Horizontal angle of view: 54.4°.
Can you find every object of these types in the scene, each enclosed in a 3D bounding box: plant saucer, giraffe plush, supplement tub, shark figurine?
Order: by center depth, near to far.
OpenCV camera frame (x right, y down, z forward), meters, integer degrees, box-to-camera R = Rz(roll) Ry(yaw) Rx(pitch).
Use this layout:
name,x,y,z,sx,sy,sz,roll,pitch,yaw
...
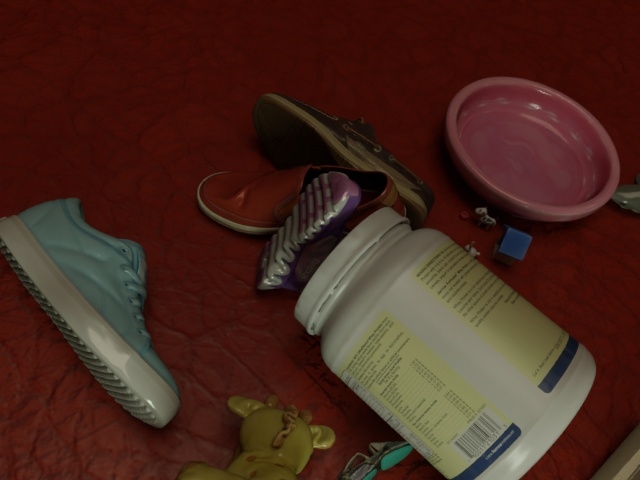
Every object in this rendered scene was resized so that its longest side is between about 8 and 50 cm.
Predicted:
name,x,y,z,sx,sy,sz,roll,pitch,yaw
giraffe plush,-0.072,0.266,0.713,0.181,0.210,0.171,46,26,-18
supplement tub,0.149,0.133,0.801,0.324,0.235,0.235,41,57,15
plant saucer,0.379,-0.161,1.151,0.331,0.084,0.332,6,55,-8
shark figurine,0.686,-0.131,1.187,0.166,0.116,0.278,39,58,12

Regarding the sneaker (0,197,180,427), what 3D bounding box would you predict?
name,x,y,z,sx,sy,sz,roll,pitch,yaw
sneaker,-0.272,0.067,0.809,0.150,0.135,0.366,-36,71,-27

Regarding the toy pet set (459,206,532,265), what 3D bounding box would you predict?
name,x,y,z,sx,sy,sz,roll,pitch,yaw
toy pet set,0.281,-0.001,1.029,0.114,0.065,0.122,22,55,2

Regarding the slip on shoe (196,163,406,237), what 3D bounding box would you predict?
name,x,y,z,sx,sy,sz,roll,pitch,yaw
slip on shoe,-0.035,-0.072,0.952,0.330,0.101,0.123,7,52,14

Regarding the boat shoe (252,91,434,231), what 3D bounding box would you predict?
name,x,y,z,sx,sy,sz,roll,pitch,yaw
boat shoe,0.044,-0.142,1.044,0.341,0.123,0.123,34,48,6

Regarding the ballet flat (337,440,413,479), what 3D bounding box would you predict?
name,x,y,z,sx,sy,sz,roll,pitch,yaw
ballet flat,0.068,0.283,0.802,0.114,0.041,0.041,-27,66,-28

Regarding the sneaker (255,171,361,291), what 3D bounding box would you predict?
name,x,y,z,sx,sy,sz,roll,pitch,yaw
sneaker,0.000,0.000,0.877,0.104,0.236,0.095,23,45,-19

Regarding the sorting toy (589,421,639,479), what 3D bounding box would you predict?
name,x,y,z,sx,sy,sz,roll,pitch,yaw
sorting toy,0.475,0.356,0.832,0.347,0.047,0.196,-38,66,-17
